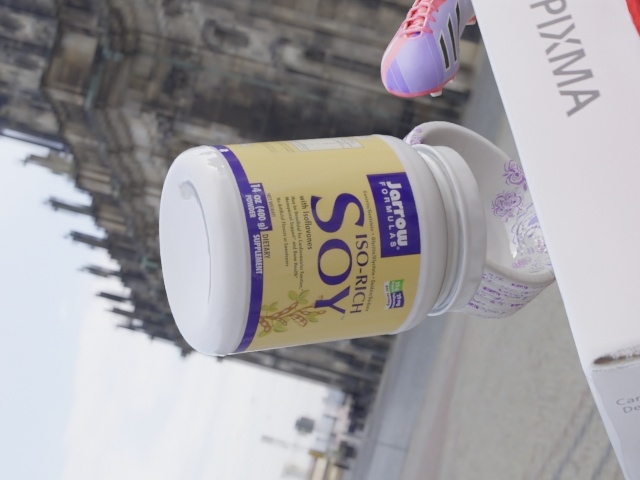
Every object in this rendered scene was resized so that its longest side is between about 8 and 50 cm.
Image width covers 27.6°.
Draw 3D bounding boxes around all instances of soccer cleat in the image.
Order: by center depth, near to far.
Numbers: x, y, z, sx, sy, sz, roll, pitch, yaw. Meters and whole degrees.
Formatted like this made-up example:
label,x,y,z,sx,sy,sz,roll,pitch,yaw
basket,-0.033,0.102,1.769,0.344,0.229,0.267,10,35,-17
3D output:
label,x,y,z,sx,sy,sz,roll,pitch,yaw
soccer cleat,0.120,-0.237,1.362,0.248,0.083,0.095,-57,-33,-45

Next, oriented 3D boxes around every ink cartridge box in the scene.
label,x,y,z,sx,sy,sz,roll,pitch,yaw
ink cartridge box,0.095,-0.081,0.496,0.261,0.066,0.296,60,-164,-52

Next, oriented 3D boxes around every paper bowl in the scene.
label,x,y,z,sx,sy,sz,roll,pitch,yaw
paper bowl,0.189,-0.015,1.812,0.148,0.284,0.284,-44,16,34

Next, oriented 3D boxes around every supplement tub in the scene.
label,x,y,z,sx,sy,sz,roll,pitch,yaw
supplement tub,0.000,0.000,1.520,0.241,0.331,0.241,174,90,-68
